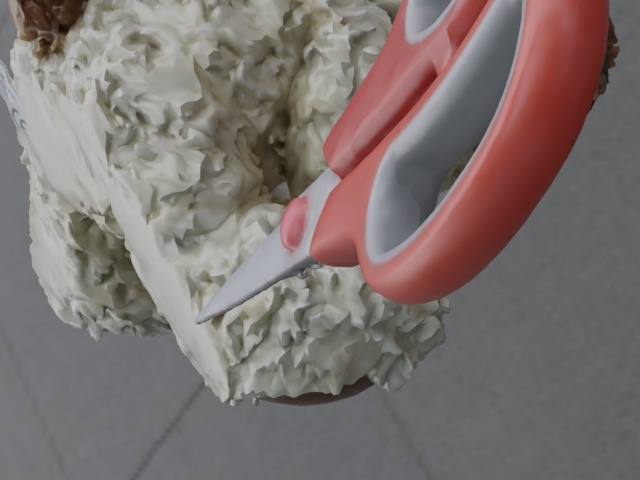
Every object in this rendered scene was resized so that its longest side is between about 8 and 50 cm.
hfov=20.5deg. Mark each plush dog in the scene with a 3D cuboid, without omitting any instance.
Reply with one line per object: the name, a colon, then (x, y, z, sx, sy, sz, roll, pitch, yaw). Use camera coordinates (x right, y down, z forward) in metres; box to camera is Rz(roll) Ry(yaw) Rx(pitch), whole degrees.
plush dog: (-0.004, -0.071, 0.731, 0.262, 0.225, 0.210, 12, 123, 61)

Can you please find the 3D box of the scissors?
scissors: (0.000, 0.000, 0.460, 0.297, 0.021, 0.109, 128, 151, -55)
